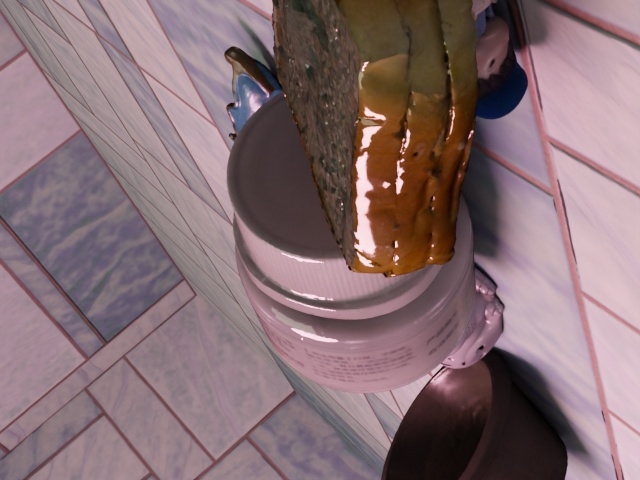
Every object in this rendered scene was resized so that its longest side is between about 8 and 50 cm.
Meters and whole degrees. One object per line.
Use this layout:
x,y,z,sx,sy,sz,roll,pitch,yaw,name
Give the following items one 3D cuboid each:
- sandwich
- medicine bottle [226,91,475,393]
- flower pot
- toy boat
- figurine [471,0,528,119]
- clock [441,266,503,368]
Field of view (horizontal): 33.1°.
0.028,-0.135,0.772,0.301,0.099,0.271,89,169,-58,sandwich
0.034,0.000,1.102,0.245,0.245,0.306,43,166,26,medicine bottle
0.218,0.291,1.436,0.166,0.269,0.269,29,173,-15,flower pot
-0.093,-0.182,1.395,0.077,0.075,0.185,39,163,10,toy boat
0.105,-0.154,0.787,0.087,0.086,0.149,9,143,29,figurine
0.154,0.109,1.305,0.080,0.117,0.176,44,167,25,clock
